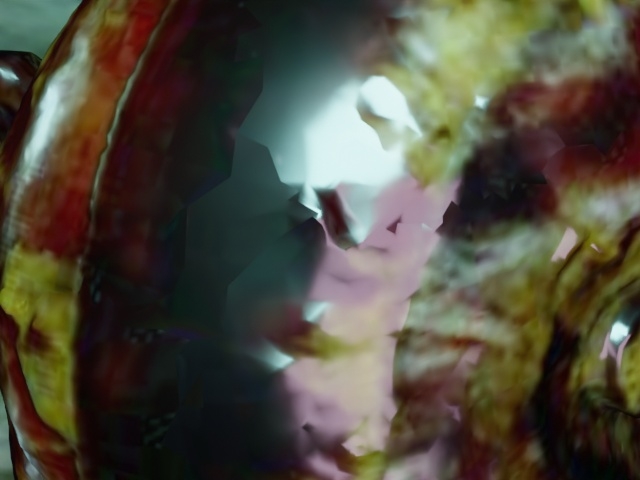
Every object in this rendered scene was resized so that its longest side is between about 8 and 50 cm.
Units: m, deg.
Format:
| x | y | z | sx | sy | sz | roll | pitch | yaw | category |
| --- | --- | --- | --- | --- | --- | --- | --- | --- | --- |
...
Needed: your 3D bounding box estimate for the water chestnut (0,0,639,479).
| x | y | z | sx | sy | sz | roll | pitch | yaw | category |
| --- | --- | --- | --- | --- | --- | --- | --- | --- | --- |
| 0.000 | 0.000 | 0.548 | 0.300 | 0.300 | 0.300 | -9 | 118 | -17 | water chestnut |
